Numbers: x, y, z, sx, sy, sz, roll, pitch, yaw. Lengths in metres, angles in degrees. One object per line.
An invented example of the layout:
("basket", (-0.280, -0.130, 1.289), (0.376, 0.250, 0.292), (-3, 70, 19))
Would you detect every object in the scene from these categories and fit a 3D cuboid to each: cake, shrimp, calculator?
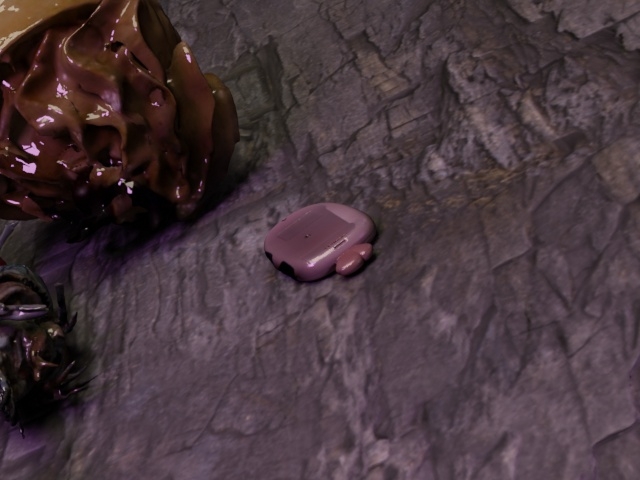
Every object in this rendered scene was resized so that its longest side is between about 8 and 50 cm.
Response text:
("cake", (-0.275, -0.135, 1.701), (0.332, 0.332, 0.321), (-36, 60, -16))
("shrimp", (-0.318, 0.084, 1.484), (0.137, 0.172, 0.372), (-29, 19, -15))
("calculator", (0.000, 0.000, 1.493), (0.103, 0.024, 0.166), (-36, 27, -16))

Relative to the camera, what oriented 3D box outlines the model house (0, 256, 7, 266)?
("model house", (-0.502, 0.059, 1.675), (0.160, 0.196, 0.254), (0, 38, 40))
